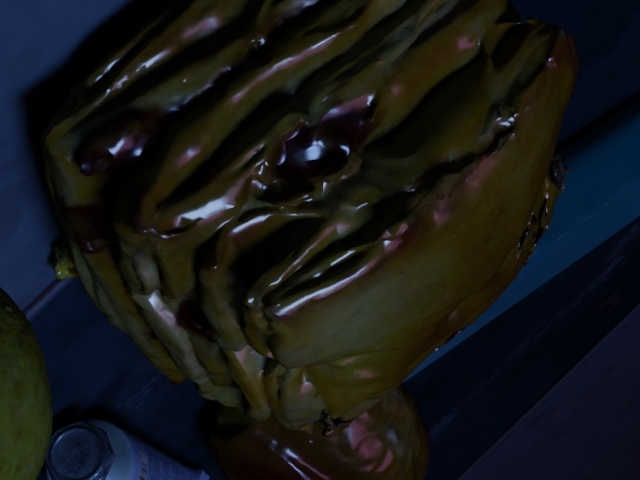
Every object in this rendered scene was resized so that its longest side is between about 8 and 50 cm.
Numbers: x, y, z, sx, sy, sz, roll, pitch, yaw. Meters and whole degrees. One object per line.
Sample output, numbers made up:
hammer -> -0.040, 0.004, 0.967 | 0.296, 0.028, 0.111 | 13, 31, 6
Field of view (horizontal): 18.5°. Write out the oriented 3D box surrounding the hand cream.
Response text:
hand cream -> -0.133, 0.172, 1.343 | 0.091, 0.058, 0.271 | -53, 164, -8

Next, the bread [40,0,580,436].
bread -> 0.018, -0.019, 1.057 | 0.277, 0.167, 0.324 | -40, 150, -10

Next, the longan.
longan -> -0.198, 0.074, 0.944 | 0.154, 0.176, 0.145 | -33, 124, 32

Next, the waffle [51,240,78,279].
waffle -> -0.114, 0.000, 1.102 | 0.078, 0.016, 0.085 | -41, 159, -7

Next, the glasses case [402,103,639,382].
glasses case -> 0.146, 0.002, 1.515 | 0.301, 0.070, 0.117 | -34, 164, -29

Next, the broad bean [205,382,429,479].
broad bean -> -0.002, 0.147, 1.430 | 0.228, 0.156, 0.122 | 72, 28, -52
